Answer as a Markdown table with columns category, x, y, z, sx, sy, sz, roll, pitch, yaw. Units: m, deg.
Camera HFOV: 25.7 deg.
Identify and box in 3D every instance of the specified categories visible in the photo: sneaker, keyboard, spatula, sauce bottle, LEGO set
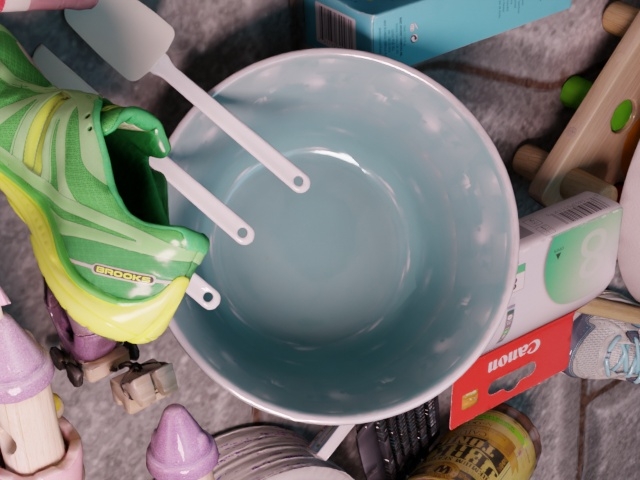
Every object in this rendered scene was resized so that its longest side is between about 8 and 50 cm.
| category | x | y | z | sx | sy | sz | roll | pitch | yaw |
| --- | --- | --- | --- | --- | --- | --- | --- | --- | --- |
| sneaker | -0.169 | -0.061 | 0.998 | 0.123 | 0.295 | 0.109 | -45 | 154 | 13 |
| keyboard | 0.109 | 0.169 | 1.477 | 0.201 | 0.033 | 0.317 | -54 | 163 | -15 |
| spatula | -0.134 | -0.074 | 1.109 | 0.242 | 0.019 | 0.168 | 40 | 80 | -6 |
| sauce bottle | 0.142 | 0.287 | 1.517 | 0.344 | 0.111 | 0.111 | -37 | 142 | -59 |
| LEGO set | 0.031 | 0.125 | 1.373 | 0.182 | 0.060 | 0.244 | -51 | -179 | -8 |
| sneaker | 0.403 | 0.129 | 1.742 | 0.283 | 0.122 | 0.110 | -3 | 116 | -41 |

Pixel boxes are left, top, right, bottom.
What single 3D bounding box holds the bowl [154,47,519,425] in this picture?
| category | x | y | z | sx | sy | sz | roll | pitch | yaw |
| --- | --- | --- | --- | --- | --- | --- | --- | --- | --- |
| bowl | 0.000 | 0.000 | 1.220 | 0.312 | 0.163 | 0.311 | 1 | 86 | -9 |

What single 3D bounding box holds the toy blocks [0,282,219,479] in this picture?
| category | x | y | z | sx | sy | sz | roll | pitch | yaw |
| --- | --- | --- | --- | --- | --- | --- | --- | --- | --- |
| toy blocks | -0.243 | 0.083 | 1.019 | 0.309 | 0.289 | 0.260 | -25 | 126 | -28 |

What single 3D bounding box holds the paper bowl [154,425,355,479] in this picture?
| category | x | y | z | sx | sy | sz | roll | pitch | yaw |
| --- | --- | --- | --- | --- | --- | --- | --- | --- | --- |
| paper bowl | -0.067 | 0.344 | 1.435 | 0.284 | 0.148 | 0.284 | -23 | 128 | -32 |

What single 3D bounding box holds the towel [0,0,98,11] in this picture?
| category | x | y | z | sx | sy | sz | roll | pitch | yaw |
| --- | --- | --- | --- | --- | --- | --- | --- | --- | --- |
| towel | -0.287 | -0.265 | 0.949 | 0.329 | 0.037 | 0.237 | -9 | 122 | -36 |

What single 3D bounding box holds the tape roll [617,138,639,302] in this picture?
| category | x | y | z | sx | sy | sz | roll | pitch | yaw |
| --- | --- | --- | --- | --- | --- | --- | --- | --- | --- |
| tape roll | 0.479 | -0.079 | 1.540 | 0.392 | 0.072 | 0.392 | -23 | 129 | -32 |

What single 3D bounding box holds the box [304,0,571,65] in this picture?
| category | x | y | z | sx | sy | sz | roll | pitch | yaw |
| --- | --- | --- | --- | --- | --- | --- | --- | --- | --- |
| box | 0.111 | -0.223 | 1.282 | 0.244 | 0.100 | 0.060 | -24 | 128 | -31 |

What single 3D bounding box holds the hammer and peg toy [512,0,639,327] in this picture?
| category | x | y | z | sx | sy | sz | roll | pitch | yaw |
| --- | --- | --- | --- | --- | --- | --- | --- | --- | --- |
| hammer and peg toy | 0.330 | -0.065 | 1.558 | 0.266 | 0.127 | 0.361 | 28 | 95 | -49 |

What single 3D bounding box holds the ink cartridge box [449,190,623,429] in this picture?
| category | x | y | z | sx | sy | sz | roll | pitch | yaw |
| --- | --- | --- | --- | --- | --- | --- | --- | --- | --- |
| ink cartridge box | 0.213 | 0.078 | 1.404 | 0.181 | 0.056 | 0.224 | -22 | 125 | -31 |
